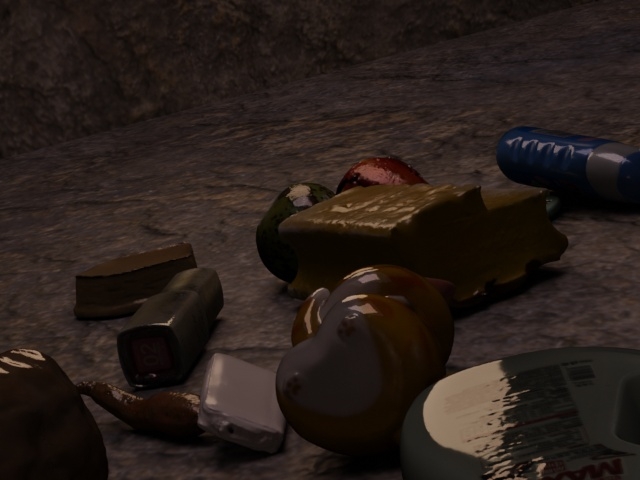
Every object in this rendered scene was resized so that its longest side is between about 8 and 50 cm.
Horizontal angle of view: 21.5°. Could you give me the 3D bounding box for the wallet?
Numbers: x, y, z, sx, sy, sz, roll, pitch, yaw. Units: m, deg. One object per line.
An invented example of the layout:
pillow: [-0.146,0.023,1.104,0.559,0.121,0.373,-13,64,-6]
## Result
wallet: [-0.079,0.166,1.739,0.095,0.033,0.190,19,14,-3]

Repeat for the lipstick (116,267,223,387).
lipstick: [-0.176,0.098,2.057,0.077,0.079,0.253,-9,15,13]

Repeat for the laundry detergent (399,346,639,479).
laundry detergent: [0.198,0.201,1.252,0.263,0.125,0.398,-11,15,2]

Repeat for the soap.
soap: [0.121,0.003,2.073,0.259,0.143,0.281,-18,10,-30]

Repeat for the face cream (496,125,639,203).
face cream: [0.366,-0.101,2.306,0.149,0.083,0.264,12,2,-37]

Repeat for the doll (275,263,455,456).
doll: [0.053,0.111,1.656,0.166,0.162,0.270,-41,13,17]

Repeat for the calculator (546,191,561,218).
calculator: [0.277,-0.038,2.300,0.095,0.021,0.153,-2,16,35]

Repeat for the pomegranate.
pomegranate: [-0.004,-0.008,2.234,0.163,0.138,0.126,3,39,-20]

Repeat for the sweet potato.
sweet potato: [-0.186,0.180,1.806,0.214,0.050,0.050,4,22,45]

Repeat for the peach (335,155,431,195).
peach: [0.091,-0.043,2.349,0.172,0.127,0.092,31,31,34]

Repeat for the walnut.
walnut: [-0.316,0.213,1.437,0.273,0.227,0.273,-11,10,2]

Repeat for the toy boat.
toy boat: [-0.255,0.057,2.325,0.188,0.061,0.116,-14,15,-4]
